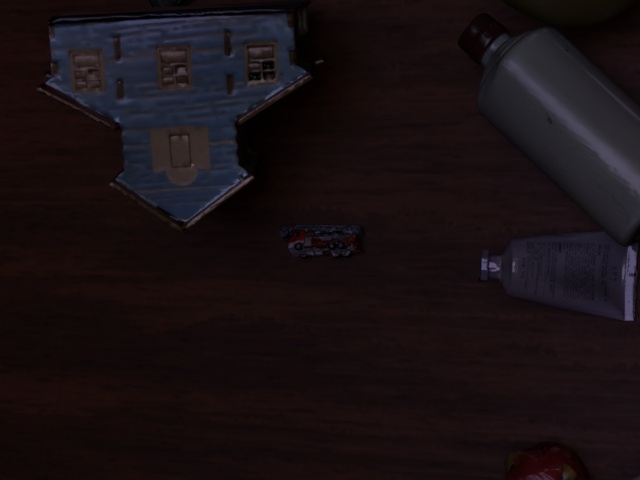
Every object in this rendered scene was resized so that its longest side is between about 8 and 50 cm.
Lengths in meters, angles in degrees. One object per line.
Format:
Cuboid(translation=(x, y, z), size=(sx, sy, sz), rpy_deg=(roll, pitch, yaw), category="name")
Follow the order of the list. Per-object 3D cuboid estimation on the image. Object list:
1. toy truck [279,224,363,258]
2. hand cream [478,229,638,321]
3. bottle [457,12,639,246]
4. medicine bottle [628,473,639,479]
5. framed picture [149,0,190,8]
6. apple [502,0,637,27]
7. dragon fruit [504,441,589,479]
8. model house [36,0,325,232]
Cuboid(translation=(0.000, 0.000, 1.380), size=(0.083, 0.024, 0.032), rpy_deg=(-3, 63, 19), category="toy truck")
Cuboid(translation=(0.216, 0.028, 1.288), size=(0.142, 0.053, 0.084), rpy_deg=(3, 88, 6), category="hand cream")
Cuboid(translation=(0.219, -0.111, 1.259), size=(0.104, 0.104, 0.245), rpy_deg=(-47, 72, 12), category="bottle")
Cuboid(translation=(0.401, 0.265, 1.162), size=(0.296, 0.111, 0.161), rpy_deg=(-4, 86, 23), category="medicine bottle")
Cuboid(translation=(-0.135, -0.440, 1.467), size=(0.265, 0.016, 0.347), rpy_deg=(-30, 77, 16), category="framed picture")
Cuboid(translation=(0.222, -0.284, 1.227), size=(0.200, 0.200, 0.200), rpy_deg=(-1, 86, 21), category="apple")
Cuboid(translation=(0.202, 0.212, 1.270), size=(0.083, 0.056, 0.060), rpy_deg=(7, 90, 23), category="dragon fruit")
Cuboid(translation=(-0.128, -0.121, 1.359), size=(0.271, 0.178, 0.206), rpy_deg=(-4, 101, -1), category="model house")
